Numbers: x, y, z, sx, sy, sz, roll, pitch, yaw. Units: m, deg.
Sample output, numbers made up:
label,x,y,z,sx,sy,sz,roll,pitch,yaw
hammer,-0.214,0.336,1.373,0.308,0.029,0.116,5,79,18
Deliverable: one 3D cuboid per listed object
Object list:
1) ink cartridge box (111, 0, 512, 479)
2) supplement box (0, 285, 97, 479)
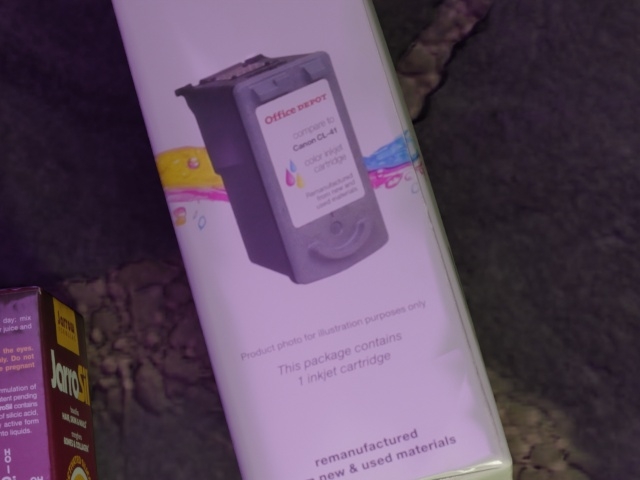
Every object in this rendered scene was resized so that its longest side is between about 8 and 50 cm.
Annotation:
label,x,y,z,sx,sy,sz,roll,pitch,yaw
ink cartridge box,0.000,0.000,1.033,0.131,0.226,0.306,-18,76,3
supplement box,-0.172,0.128,1.094,0.081,0.104,0.188,-8,78,6
